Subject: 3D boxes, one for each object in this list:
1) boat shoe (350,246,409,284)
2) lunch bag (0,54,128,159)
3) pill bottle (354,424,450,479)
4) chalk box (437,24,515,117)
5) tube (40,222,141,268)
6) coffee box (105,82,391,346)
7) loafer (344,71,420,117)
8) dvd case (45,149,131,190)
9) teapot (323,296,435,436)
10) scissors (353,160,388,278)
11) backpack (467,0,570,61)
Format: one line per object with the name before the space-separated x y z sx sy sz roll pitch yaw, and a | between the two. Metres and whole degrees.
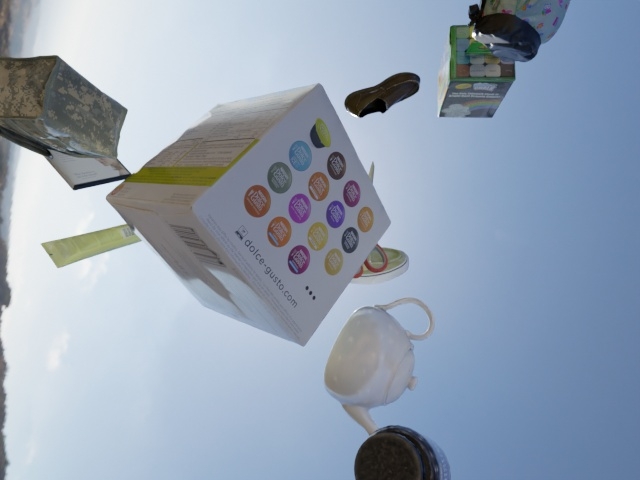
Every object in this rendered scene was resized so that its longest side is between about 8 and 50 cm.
boat shoe | 0.088 0.056 1.224 0.109 0.302 0.094 -95 178 -51
lunch bag | -0.646 -0.294 1.038 0.287 0.235 0.169 6 -101 14
pill bottle | 0.126 0.351 0.693 0.122 0.219 0.123 -9 -118 18
chalk box | 0.333 -0.371 0.973 0.213 0.132 0.132 70 23 -76
tube | -0.590 0.006 1.197 0.070 0.240 0.062 1 -74 39
coffee box | -0.128 -0.059 0.903 0.338 0.338 0.334 8 -130 45
loafer | 0.176 -0.381 1.232 0.220 0.080 0.078 -23 -119 -2
dvd case | -0.683 -0.249 1.279 0.253 0.180 0.022 45 -55 11
teapot | 0.139 0.283 1.054 0.187 0.252 0.256 22 -60 23
scissors | 0.093 -0.056 1.065 0.021 0.109 0.297 105 -18 -71
backpack | 0.324 -0.387 0.708 0.115 0.152 0.182 28 -76 35
